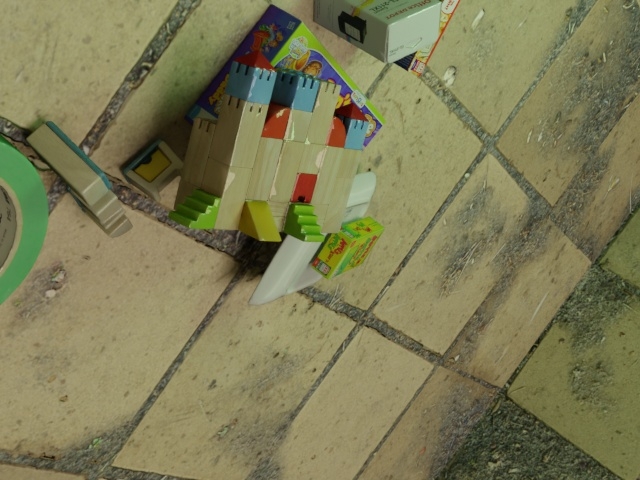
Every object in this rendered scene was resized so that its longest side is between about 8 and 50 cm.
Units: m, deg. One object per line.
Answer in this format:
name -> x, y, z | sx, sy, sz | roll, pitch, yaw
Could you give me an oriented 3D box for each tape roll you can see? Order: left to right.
tape roll -> -0.520, -0.012, 1.303 | 0.321, 0.077, 0.321 | -31, 140, -30

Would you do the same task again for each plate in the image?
plate -> 0.000, 0.000, 1.871 | 0.278, 0.045, 0.277 | -58, 164, 20

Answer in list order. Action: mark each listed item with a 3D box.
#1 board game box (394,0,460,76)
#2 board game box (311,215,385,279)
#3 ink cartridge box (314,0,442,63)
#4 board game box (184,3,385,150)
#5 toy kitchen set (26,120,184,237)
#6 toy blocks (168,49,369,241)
board game box -> 0.154, -0.401, 1.696 | 0.045, 0.147, 0.193 | 9, 114, -53
board game box -> 0.055, 0.012, 1.892 | 0.092, 0.043, 0.181 | -58, 165, 19
ink cartridge box -> 0.094, -0.375, 1.620 | 0.127, 0.175, 0.072 | -30, 140, -31
board game box -> -0.049, -0.207, 1.689 | 0.233, 0.078, 0.347 | -53, 146, 0
toy kitchen set -> -0.305, -0.123, 1.458 | 0.166, 0.122, 0.207 | -44, 166, -13
toy blocks -> -0.061, -0.151, 1.526 | 0.381, 0.191, 0.261 | 2, 108, -50
